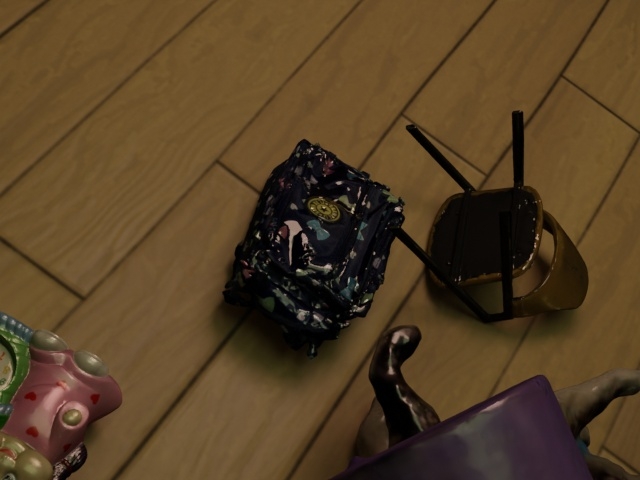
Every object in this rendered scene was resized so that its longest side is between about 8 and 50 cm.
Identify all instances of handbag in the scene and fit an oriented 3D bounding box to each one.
[{"bbox_3d":[0.000,0.000,1.272,0.162,0.113,0.260,33,45,-9],"label":"handbag"}]

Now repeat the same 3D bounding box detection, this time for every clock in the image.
[{"bbox_3d":[-0.308,0.174,1.043,0.194,0.100,0.195,26,50,-1],"label":"clock"}]

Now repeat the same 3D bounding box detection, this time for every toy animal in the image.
[{"bbox_3d":[0.192,0.273,1.136,0.344,0.194,0.302,9,51,-14],"label":"toy animal"}]

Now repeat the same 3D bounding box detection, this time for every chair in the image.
[{"bbox_3d":[0.207,-0.010,1.341,0.172,0.247,0.158,-6,51,24],"label":"chair"}]

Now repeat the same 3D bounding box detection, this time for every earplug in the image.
[{"bbox_3d":[0.189,0.350,0.905,0.215,0.215,0.455,-21,78,-32],"label":"earplug"}]
